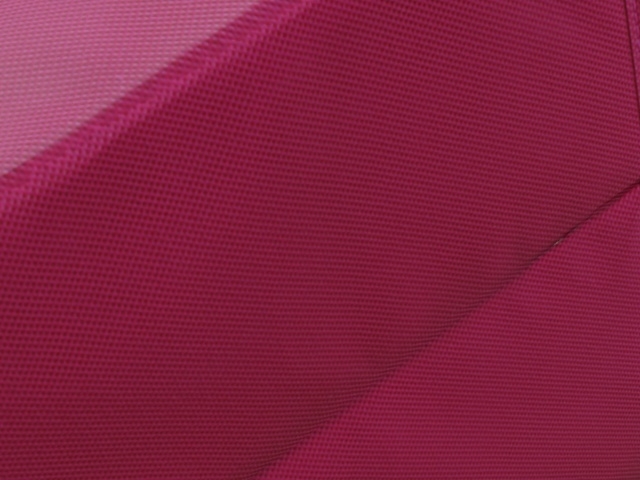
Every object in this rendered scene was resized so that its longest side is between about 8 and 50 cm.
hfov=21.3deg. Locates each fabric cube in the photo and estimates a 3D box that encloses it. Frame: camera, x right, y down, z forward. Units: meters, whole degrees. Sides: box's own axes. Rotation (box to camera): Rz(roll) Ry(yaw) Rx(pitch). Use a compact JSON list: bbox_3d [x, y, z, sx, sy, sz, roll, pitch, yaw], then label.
[{"bbox_3d":[-0.074,-0.004,0.517,0.258,0.259,0.254,-36,45,-19],"label":"fabric cube"}]
